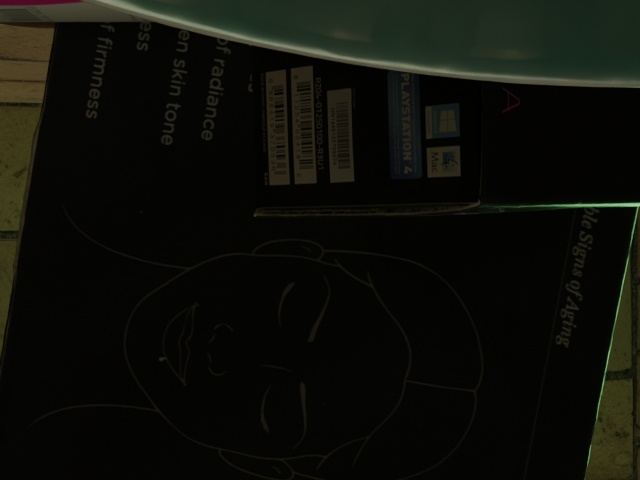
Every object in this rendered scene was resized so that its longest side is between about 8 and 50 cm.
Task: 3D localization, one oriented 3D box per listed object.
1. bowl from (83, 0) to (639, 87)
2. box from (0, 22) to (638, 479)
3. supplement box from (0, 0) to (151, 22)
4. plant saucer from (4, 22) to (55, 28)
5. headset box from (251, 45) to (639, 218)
[{"bbox_3d":[0.012,-0.147,0.179,0.311,0.163,0.311,10,176,1],"label":"bowl"},{"bbox_3d":[0.000,0.000,0.935,0.471,0.480,0.297,10,-177,-3],"label":"box"},{"bbox_3d":[-0.132,-0.209,0.704,0.220,0.114,0.111,1,-179,-3],"label":"supplement box"},{"bbox_3d":[-0.306,-0.265,1.167,0.198,0.036,0.198,-1,-178,0],"label":"plant saucer"},{"bbox_3d":[0.105,-0.136,0.532,0.131,0.246,0.283,1,-178,42],"label":"headset box"}]
